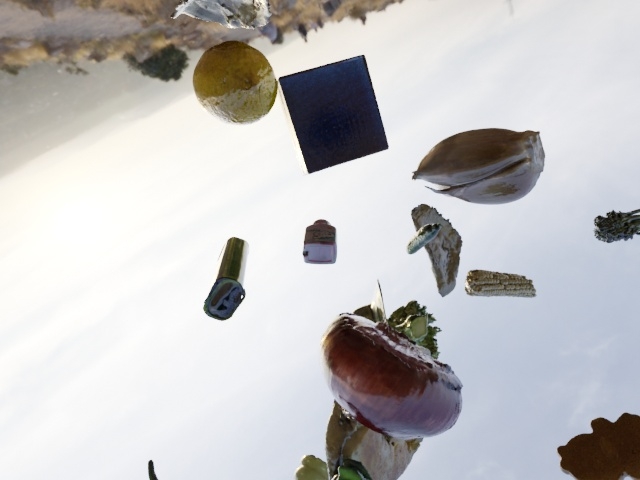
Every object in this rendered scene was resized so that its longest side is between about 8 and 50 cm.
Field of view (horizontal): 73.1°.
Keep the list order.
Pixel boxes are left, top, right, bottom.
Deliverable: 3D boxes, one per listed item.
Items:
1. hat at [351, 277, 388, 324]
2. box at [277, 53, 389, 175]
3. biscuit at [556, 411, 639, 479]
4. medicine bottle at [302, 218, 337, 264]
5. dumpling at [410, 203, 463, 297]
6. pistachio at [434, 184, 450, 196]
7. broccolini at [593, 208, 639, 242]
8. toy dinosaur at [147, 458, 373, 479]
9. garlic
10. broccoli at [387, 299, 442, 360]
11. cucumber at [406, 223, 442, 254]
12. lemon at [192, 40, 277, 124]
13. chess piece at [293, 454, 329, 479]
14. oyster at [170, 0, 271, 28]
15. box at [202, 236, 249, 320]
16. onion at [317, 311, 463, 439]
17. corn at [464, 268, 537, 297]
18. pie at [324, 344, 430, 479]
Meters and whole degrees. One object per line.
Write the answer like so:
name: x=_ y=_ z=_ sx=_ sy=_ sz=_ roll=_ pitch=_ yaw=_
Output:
hat: x=0.143 y=0.245 z=1.265 sx=0.109 sy=0.252 sz=0.252 roll=-13 pitch=-155 yaw=5
box: x=0.034 y=-0.362 z=1.270 sx=0.261 sy=0.279 sz=0.116 roll=-18 pitch=-171 yaw=-8
biscuit: x=0.668 y=0.493 z=0.996 sx=0.225 sy=0.036 sz=0.166 roll=-33 pitch=-152 yaw=6
medicine bottle: x=0.000 y=0.000 z=1.506 sx=0.119 sy=0.095 sz=0.188 roll=1 pitch=-152 yaw=2
dumpling: x=0.409 y=0.019 z=1.510 sx=0.166 sy=0.333 sz=0.086 roll=-24 pitch=-170 yaw=-29
pistachio: x=0.487 y=-0.224 z=1.598 sx=0.145 sy=0.117 sz=0.200 roll=-7 pitch=174 yaw=4
broccolini: x=0.837 y=-0.041 z=1.044 sx=0.391 sy=0.079 sz=0.074 roll=-3 pitch=167 yaw=-11
toy dinosaur: x=-0.147 y=0.472 z=0.823 sx=0.499 sy=0.144 sz=0.375 roll=31 pitch=-82 yaw=29
garlic: x=0.426 y=-0.181 z=1.218 sx=0.339 sy=0.232 sz=0.246 roll=-17 pitch=-154 yaw=9
broccoli: x=0.334 y=0.412 z=1.752 sx=0.338 sy=0.277 sz=0.317 roll=-29 pitch=163 yaw=4
cucumber: x=0.234 y=-0.009 z=0.977 sx=0.037 sy=0.037 sz=0.155 roll=-42 pitch=173 yaw=-28
lemon: x=-0.200 y=-0.363 z=1.006 sx=0.188 sy=0.188 sz=0.256 roll=-36 pitch=-142 yaw=-16
chess piece: x=-0.053 y=0.710 z=1.131 sx=0.133 sy=0.133 sz=0.243 roll=-6 pitch=-148 yaw=41
oyster: x=-0.221 y=-0.608 z=1.069 sx=0.204 sy=0.111 sz=0.396 roll=5 pitch=-179 yaw=-38
box: x=-0.275 y=0.105 z=1.316 sx=0.134 sy=0.097 sz=0.345 roll=-63 pitch=-166 yaw=14
onion: x=0.101 y=0.207 z=0.654 sx=0.248 sy=0.247 sz=0.162 roll=5 pitch=-100 yaw=52
corn: x=0.535 y=0.128 z=1.290 sx=0.210 sy=0.087 sz=0.087 roll=1 pitch=-156 yaw=-4
pie: x=0.129 y=0.368 z=0.873 sx=0.077 sy=0.339 sz=0.339 roll=13 pitch=-134 yaw=44
